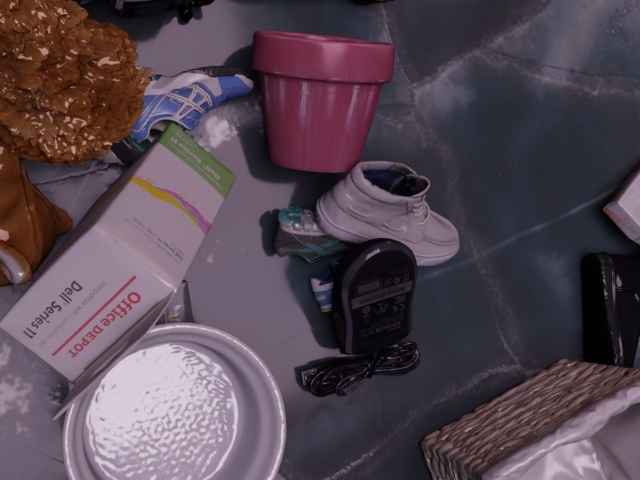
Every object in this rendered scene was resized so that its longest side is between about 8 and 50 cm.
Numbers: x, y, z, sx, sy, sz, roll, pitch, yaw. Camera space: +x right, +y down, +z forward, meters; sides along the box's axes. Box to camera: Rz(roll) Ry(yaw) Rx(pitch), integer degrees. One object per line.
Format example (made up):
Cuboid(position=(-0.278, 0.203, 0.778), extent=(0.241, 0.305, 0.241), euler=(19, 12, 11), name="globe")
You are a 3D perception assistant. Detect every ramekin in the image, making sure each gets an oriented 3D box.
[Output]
Cuboid(position=(-0.194, 0.239, 1.180), extent=(0.277, 0.135, 0.277), euler=(0, 90, -19), name="ramekin")

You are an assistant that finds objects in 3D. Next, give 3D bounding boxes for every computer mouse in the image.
Cuboid(position=(0.064, 0.097, 1.318), extent=(0.188, 0.072, 0.272), euler=(-12, 129, -20), name="computer mouse")

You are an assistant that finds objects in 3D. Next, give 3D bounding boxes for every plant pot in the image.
Cuboid(position=(-0.002, -0.196, 1.285), extent=(0.201, 0.201, 0.180), euler=(1, 104, -18), name="plant pot")

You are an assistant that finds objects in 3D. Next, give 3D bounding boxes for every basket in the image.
Cuboid(position=(0.378, 0.388, 1.352), extent=(0.328, 0.266, 0.331), euler=(-26, 96, -16), name="basket")

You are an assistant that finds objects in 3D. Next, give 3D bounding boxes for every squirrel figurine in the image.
Cuboid(position=(-0.398, -0.134, 1.079), extent=(0.397, 0.281, 0.370), euler=(-25, 105, 8), name="squirrel figurine")

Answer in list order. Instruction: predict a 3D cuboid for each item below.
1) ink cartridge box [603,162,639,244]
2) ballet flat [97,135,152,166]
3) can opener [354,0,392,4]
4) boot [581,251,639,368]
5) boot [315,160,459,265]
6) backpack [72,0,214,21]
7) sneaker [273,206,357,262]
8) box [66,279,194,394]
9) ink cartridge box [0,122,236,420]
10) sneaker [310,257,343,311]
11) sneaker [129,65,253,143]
Cuboid(position=(0.569, -0.036, 1.505), extent=(0.179, 0.045, 0.145), euler=(48, 61, -5), name="ink cartridge box")
Cuboid(position=(-0.299, -0.154, 1.251), extent=(0.074, 0.074, 0.203), euler=(-47, 109, -13), name="ballet flat")
Cuboid(position=(0.027, -0.387, 1.339), extent=(0.186, 0.073, 0.059), euler=(5, 92, -29), name="can opener")
Cuboid(position=(0.541, 0.132, 1.495), extent=(0.207, 0.094, 0.247), euler=(-1, 84, -14), name="boot")
Cuboid(position=(0.128, -0.041, 1.322), extent=(0.258, 0.123, 0.095), euler=(11, 52, -33), name="boot")
Cuboid(position=(-0.253, -0.423, 1.160), extent=(0.213, 0.263, 0.277), euler=(-20, 96, -17), name="backpack")
Cuboid(position=(0.000, 0.000, 1.350), extent=(0.166, 0.065, 0.076), euler=(11, 119, -29), name="sneaker")
Cuboid(position=(-0.258, 0.181, 1.260), extent=(0.183, 0.056, 0.231), euler=(-10, 93, -19), name="box")
Cuboid(position=(-0.244, 0.024, 1.090), extent=(0.119, 0.353, 0.207), euler=(42, 118, -15), name="ink cartridge box")
Cuboid(position=(0.049, 0.047, 1.362), extent=(0.144, 0.053, 0.059), euler=(-35, 97, -16), name="sneaker")
Cuboid(position=(-0.186, -0.190, 1.263), extent=(0.211, 0.080, 0.081), euler=(-18, 89, -28), name="sneaker")
